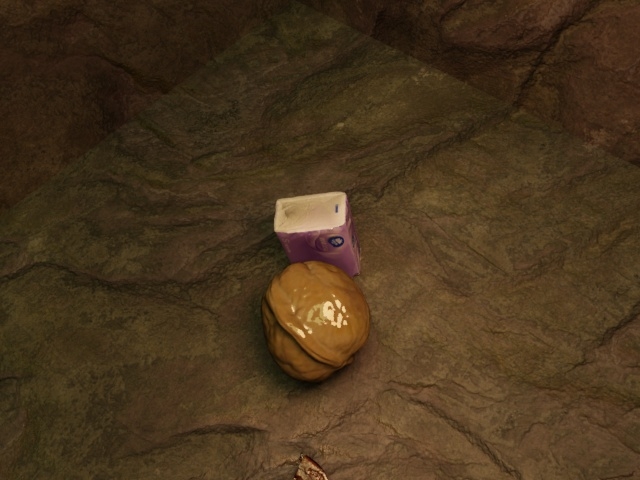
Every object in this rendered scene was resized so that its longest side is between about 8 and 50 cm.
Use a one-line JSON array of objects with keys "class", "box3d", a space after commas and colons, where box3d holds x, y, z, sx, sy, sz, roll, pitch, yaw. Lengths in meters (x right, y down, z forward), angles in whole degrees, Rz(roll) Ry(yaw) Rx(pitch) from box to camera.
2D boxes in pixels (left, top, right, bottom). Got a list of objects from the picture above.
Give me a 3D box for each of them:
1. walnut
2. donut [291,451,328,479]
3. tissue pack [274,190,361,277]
[{"class": "walnut", "box3d": [-0.022, 0.251, 1.705, 0.380, 0.381, 0.382, -4, 57, 6]}, {"class": "donut", "box3d": [-0.046, 0.744, 1.533, 0.141, 0.085, 0.217, 24, 65, 21]}, {"class": "tissue pack", "box3d": [0.000, 0.000, 1.850, 0.241, 0.338, 0.160, -5, 56, 12]}]
